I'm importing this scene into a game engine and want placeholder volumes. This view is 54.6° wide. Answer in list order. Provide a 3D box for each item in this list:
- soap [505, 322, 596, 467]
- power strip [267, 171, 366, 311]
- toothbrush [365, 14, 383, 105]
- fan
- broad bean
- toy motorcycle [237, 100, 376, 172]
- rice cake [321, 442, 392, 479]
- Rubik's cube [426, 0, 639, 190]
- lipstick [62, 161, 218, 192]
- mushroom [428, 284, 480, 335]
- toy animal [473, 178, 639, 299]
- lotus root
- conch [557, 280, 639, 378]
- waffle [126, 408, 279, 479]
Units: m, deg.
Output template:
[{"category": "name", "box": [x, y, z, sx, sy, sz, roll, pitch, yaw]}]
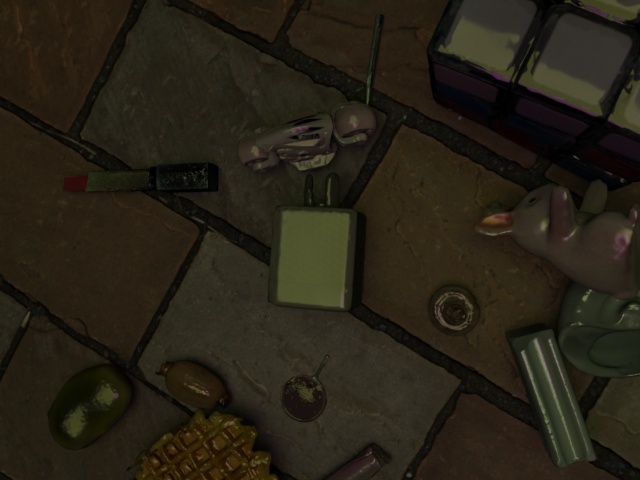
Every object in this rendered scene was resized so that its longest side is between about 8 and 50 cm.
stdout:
[{"category": "soap", "box": [0.354, 0.235, 0.965, 0.066, 0.119, 0.198, -19, 85, 9]}, {"category": "power strip", "box": [0.000, 0.000, 1.037, 0.139, 0.140, 0.224, 4, 88, 13]}, {"category": "toothbrush", "box": [0.085, -0.288, 1.088, 0.019, 0.016, 0.219, 10, 92, 21]}, {"category": "fan", "box": [-0.019, 0.261, 1.102, 0.085, 0.005, 0.133, 30, 96, 12]}, {"category": "broad bean", "box": [-0.432, 0.311, 1.157, 0.124, 0.082, 0.174, 40, 87, 10]}, {"category": "toy motorcycle", "box": [-0.030, -0.178, 1.058, 0.254, 0.112, 0.112, -14, 86, 17]}, {"category": "rice cake", "box": [0.005, 0.441, 1.070, 0.270, 0.049, 0.055, -38, 68, 10]}, {"category": "Rubik's cube", "box": [0.371, -0.304, 0.854, 0.362, 0.359, 0.363, 29, 94, 9]}, {"category": "lipstick", "box": [-0.346, -0.114, 1.157, 0.312, 0.051, 0.051, 0, 90, 13]}, {"category": "mushroom", "box": [0.219, 0.116, 1.016, 0.085, 0.079, 0.085, 0, 91, 14]}, {"category": "toy animal", "box": [0.349, -0.030, 0.903, 0.282, 0.140, 0.138, 35, 115, 40]}, {"category": "lotus root", "box": [-0.231, 0.257, 1.118, 0.150, 0.062, 0.073, 24, 93, 10]}, {"category": "conch", "box": [0.463, 0.109, 0.943, 0.221, 0.121, 0.185, -35, 77, 14]}, {"category": "waffle", "box": [-0.204, 0.421, 1.085, 0.281, 0.060, 0.262, 9, 92, 18]}]
